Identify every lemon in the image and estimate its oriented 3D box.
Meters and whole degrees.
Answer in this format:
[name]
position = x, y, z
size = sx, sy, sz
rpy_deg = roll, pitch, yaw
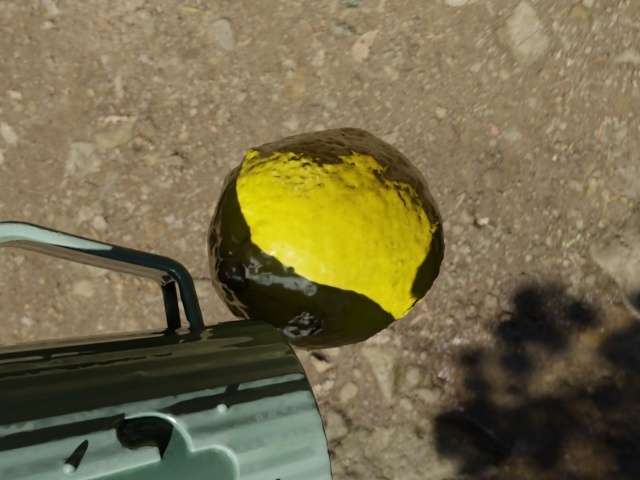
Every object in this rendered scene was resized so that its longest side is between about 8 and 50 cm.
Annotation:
[lemon]
position = 0.000, 0.000, 1.062
size = 0.268, 0.322, 0.268
rpy_deg = 29, 127, 47

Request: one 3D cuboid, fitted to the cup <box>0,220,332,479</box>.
[cup]
position = -0.217, 0.194, 0.841
size = 0.310, 0.392, 0.401
rpy_deg = 34, 128, 56
